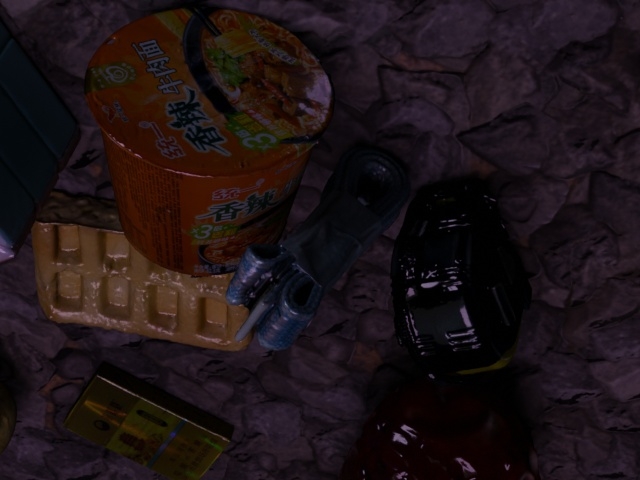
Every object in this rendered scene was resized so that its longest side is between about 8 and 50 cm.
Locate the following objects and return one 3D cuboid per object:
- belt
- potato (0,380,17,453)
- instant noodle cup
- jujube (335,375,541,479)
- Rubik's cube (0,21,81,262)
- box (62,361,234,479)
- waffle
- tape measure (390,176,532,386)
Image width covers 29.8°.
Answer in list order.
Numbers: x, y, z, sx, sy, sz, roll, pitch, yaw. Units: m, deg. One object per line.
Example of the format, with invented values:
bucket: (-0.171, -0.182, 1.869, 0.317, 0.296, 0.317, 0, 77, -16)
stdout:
belt: (0.000, 0.000, 1.156, 0.087, 0.302, 0.072, 41, 128, 1)
potato: (-0.508, 0.227, 1.530, 0.248, 0.143, 0.169, 0, 117, 12)
instant noodle cup: (-0.110, -0.086, 1.168, 0.230, 0.230, 0.182, 12, 138, 1)
jujube: (0.131, 0.335, 1.444, 0.259, 0.258, 0.376, 13, 134, 0)
Rubik's cube: (-0.415, -0.097, 1.201, 0.221, 0.224, 0.231, -18, 123, 23)
box: (-0.224, 0.242, 1.561, 0.193, 0.030, 0.121, 28, 128, -12)
waffle: (-0.200, 0.039, 1.376, 0.274, 0.057, 0.168, 10, 130, 3)
tape measure: (0.149, 0.055, 1.241, 0.112, 0.186, 0.199, -11, 125, 29)
